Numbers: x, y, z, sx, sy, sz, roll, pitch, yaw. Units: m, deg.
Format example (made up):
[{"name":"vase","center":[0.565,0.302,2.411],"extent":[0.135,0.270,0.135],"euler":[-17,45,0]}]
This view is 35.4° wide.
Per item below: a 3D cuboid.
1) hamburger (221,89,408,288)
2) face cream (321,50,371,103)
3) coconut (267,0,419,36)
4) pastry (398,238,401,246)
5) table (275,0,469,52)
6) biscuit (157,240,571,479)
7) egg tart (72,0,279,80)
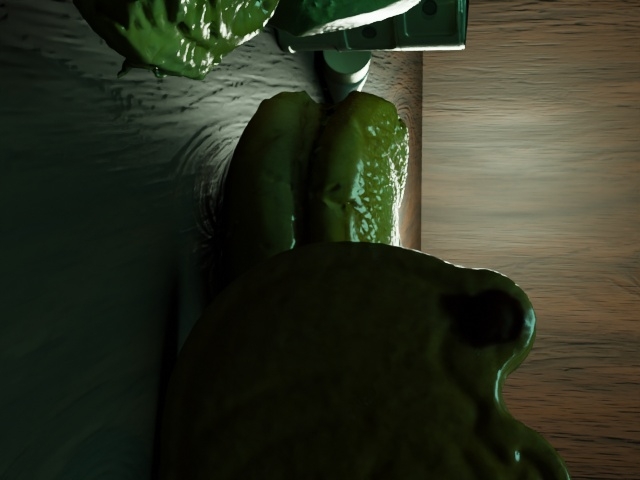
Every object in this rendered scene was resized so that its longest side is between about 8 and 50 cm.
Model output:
[{"name":"hamburger","center":[0.000,0.000,1.046],"extent":[0.290,0.170,0.314],"euler":[45,49,-71]},{"name":"face cream","center":[0.035,-0.240,1.510],"extent":[0.224,0.070,0.114],"euler":[97,-3,-78]},{"name":"coconut","center":[0.021,-0.331,0.861],"extent":[0.328,0.281,0.328],"euler":[-54,-166,20]},{"name":"pastry","center":[0.053,0.068,1.368],"extent":[0.256,0.170,0.236],"euler":[70,4,-51]},{"name":"table","center":[0.063,-0.289,1.194],"extent":[0.126,0.220,0.126],"euler":[1,90,-79]},{"name":"biscuit","center":[0.029,0.225,0.795],"extent":[0.078,0.350,0.455],"euler":[36,41,-74]},{"name":"egg tart","center":[-0.095,-0.273,0.580],"extent":[0.339,0.153,0.351],"euler":[-57,146,-70]}]
